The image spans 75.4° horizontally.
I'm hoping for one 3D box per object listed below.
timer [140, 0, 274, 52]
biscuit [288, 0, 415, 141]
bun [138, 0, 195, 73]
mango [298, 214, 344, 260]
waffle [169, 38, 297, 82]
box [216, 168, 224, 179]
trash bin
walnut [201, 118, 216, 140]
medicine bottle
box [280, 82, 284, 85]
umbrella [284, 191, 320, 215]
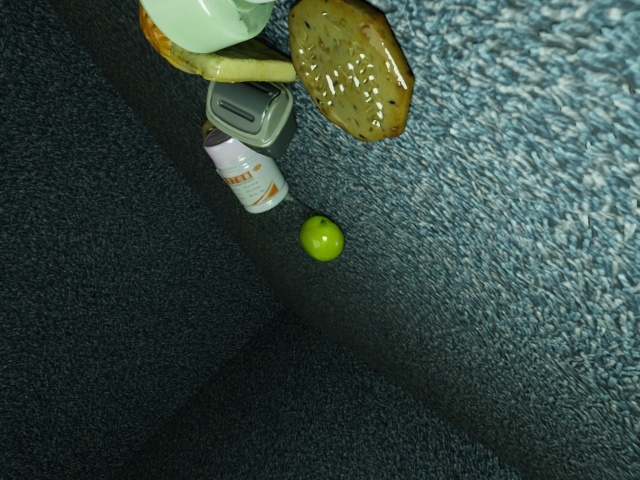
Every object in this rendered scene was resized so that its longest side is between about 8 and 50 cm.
[{"bbox_3d":[-0.125,-0.496,0.722,0.315,0.291,0.291,10,145,29],"label":"timer"},{"bbox_3d":[0.055,-0.360,0.893,0.359,0.046,0.359,40,162,16],"label":"biscuit"},{"bbox_3d":[-0.426,-0.617,1.189,0.299,0.164,0.299,48,160,24],"label":"bun"},{"bbox_3d":[-0.005,-0.006,1.631,0.185,0.149,0.273,47,167,-7],"label":"mango"},{"bbox_3d":[-0.195,-0.432,0.986,0.168,0.274,0.057,38,128,25],"label":"waffle"},{"bbox_3d":[-0.349,-0.287,1.865,0.194,0.111,0.260,53,163,-18],"label":"box"},{"bbox_3d":[-0.177,-0.343,1.135,0.209,0.182,0.290,27,180,5],"label":"trash bin"},{"bbox_3d":[-0.395,-0.419,1.648,0.166,0.149,0.167,14,121,24],"label":"walnut"},{"bbox_3d":[-0.275,-0.280,1.561,0.202,0.202,0.316,25,153,49],"label":"medicine bottle"},{"bbox_3d":[-0.126,-0.438,1.169,0.054,0.024,0.083,32,158,43],"label":"box"},{"bbox_3d":[-0.107,-0.161,1.705,0.269,0.044,0.044,33,-174,33],"label":"umbrella"}]
